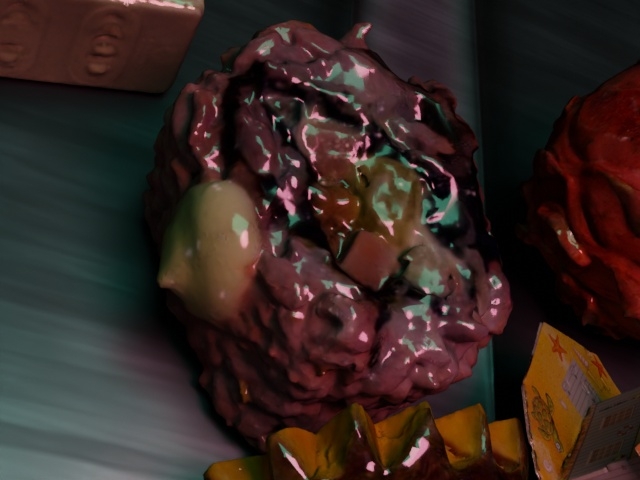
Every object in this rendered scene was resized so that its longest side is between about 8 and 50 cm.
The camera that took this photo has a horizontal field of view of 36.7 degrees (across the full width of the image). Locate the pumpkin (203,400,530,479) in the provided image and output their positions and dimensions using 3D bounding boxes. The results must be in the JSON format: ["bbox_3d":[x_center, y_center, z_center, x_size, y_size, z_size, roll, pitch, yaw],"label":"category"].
[{"bbox_3d":[0.057,0.188,0.580,0.253,0.130,0.149,3,58,-27],"label":"pumpkin"}]

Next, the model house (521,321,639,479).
[{"bbox_3d":[0.245,0.141,0.637,0.219,0.136,0.207,57,35,-4],"label":"model house"}]

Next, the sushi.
[{"bbox_3d":[0.000,0.000,0.645,0.236,0.171,0.270,-6,67,-31],"label":"sushi"}]

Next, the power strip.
[{"bbox_3d":[-0.208,-0.167,0.686,0.256,0.105,0.070,1,61,-27],"label":"power strip"}]

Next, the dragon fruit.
[{"bbox_3d":[0.283,-0.032,0.766,0.241,0.241,0.252,27,96,-3],"label":"dragon fruit"}]
